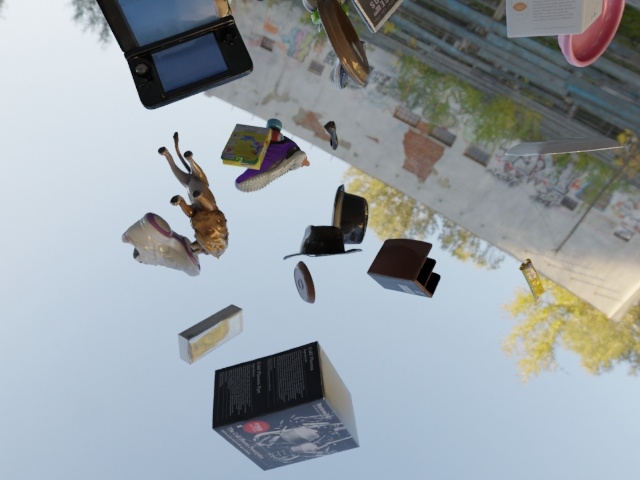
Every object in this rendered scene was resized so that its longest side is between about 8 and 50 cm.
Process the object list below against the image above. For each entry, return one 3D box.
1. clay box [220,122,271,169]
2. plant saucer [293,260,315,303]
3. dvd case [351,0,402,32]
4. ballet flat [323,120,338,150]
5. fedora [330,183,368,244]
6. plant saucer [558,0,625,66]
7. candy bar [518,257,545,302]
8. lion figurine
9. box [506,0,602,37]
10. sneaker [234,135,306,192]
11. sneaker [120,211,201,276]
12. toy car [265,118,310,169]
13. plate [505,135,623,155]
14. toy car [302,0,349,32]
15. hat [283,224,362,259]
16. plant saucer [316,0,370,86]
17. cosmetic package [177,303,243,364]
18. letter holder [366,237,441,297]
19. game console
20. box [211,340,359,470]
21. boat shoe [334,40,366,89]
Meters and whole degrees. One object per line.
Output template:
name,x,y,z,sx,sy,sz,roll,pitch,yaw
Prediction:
clay box,-0.251,-0.313,1.623,0.127,0.053,0.222,9,-135,3
plant saucer,-0.064,0.160,1.794,0.029,0.168,0.168,-14,-136,-19
dvd case,0.165,-0.803,1.492,0.238,0.179,0.029,38,-175,-43
ballet flat,0.042,-0.420,1.931,0.049,0.173,0.057,-20,-118,-2
fedora,0.144,-0.095,2.256,0.152,0.334,0.334,6,-154,11
plant saucer,1.008,-0.833,1.801,0.332,0.332,0.084,1,-154,-40
candy bar,0.530,0.102,1.193,0.161,0.040,0.018,49,174,-37
lion figurine,-0.394,-0.144,1.544,0.240,0.142,0.392,58,-165,-59
box,0.647,-0.769,1.324,0.215,0.345,0.168,17,-132,40
sneaker,-0.206,-0.288,1.737,0.293,0.102,0.146,-33,-100,-23
sneaker,-0.507,0.032,1.546,0.305,0.152,0.114,54,-173,-46
toy car,-0.155,-0.393,2.171,0.238,0.210,0.219,13,-118,-12
plate,0.816,-0.324,1.633,0.277,0.045,0.278,-5,-169,0
toy car,-0.002,-0.802,1.640,0.149,0.155,0.188,-17,-178,-14
hat,0.000,0.000,1.927,0.331,0.134,0.331,-6,180,0
plant saucer,0.073,-0.577,1.376,0.278,0.041,0.278,50,-152,-38
cosmetic package,-0.364,0.310,1.609,0.060,0.099,0.239,16,-153,33
letter holder,0.401,0.117,2.207,0.152,0.214,0.302,40,161,-31
game console,-0.343,-0.496,1.142,0.293,0.173,0.250,-22,-108,-4
box,-0.090,0.483,1.371,0.179,0.312,0.343,-100,-12,-46
boat shoe,0.100,-0.587,1.612,0.083,0.183,0.065,23,-135,19
